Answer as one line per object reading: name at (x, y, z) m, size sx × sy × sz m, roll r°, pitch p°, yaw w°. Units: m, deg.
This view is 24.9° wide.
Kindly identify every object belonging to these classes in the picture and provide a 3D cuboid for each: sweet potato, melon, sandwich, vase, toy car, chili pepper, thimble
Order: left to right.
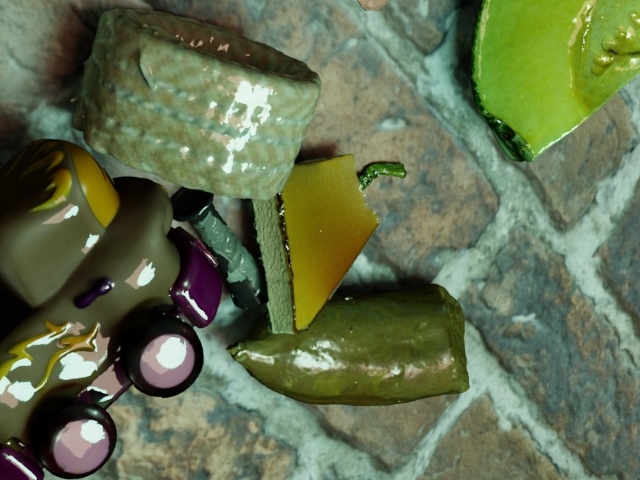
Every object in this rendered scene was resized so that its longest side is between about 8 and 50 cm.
toy car at (-0.278, 0.065, 1.433) m, size 0.340 × 0.271 × 0.240 m, roll -45°, pitch 118°, yaw -8°
thimble at (-0.122, -0.136, 1.471) m, size 0.229 × 0.196 × 0.148 m, roll 6°, pitch 110°, yaw -40°
vase at (-0.110, 0.007, 1.650) m, size 0.059 × 0.059 × 0.167 m, roll -42°, pitch 131°, yaw -12°
sandwich at (0.000, 0.000, 1.684) m, size 0.162 × 0.058 × 0.193 m, roll -13°, pitch 98°, yaw -44°
sweet potato at (0.040, 0.130, 1.773) m, size 0.370 × 0.158 × 0.157 m, roll -1°, pitch 114°, yaw -25°
chili pepper at (0.070, -0.080, 1.765) m, size 0.083 × 0.022 × 0.027 m, roll -19°, pitch 122°, yaw -33°
melon at (0.318, -0.262, 1.737) m, size 0.343 × 0.226 × 0.331 m, roll -36°, pitch 143°, yaw 1°

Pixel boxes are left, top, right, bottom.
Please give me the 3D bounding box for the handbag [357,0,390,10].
handbag at (0.061, -0.372, 1.578) m, size 0.157 × 0.059 × 0.212 m, roll -38°, pitch 132°, yaw -14°
